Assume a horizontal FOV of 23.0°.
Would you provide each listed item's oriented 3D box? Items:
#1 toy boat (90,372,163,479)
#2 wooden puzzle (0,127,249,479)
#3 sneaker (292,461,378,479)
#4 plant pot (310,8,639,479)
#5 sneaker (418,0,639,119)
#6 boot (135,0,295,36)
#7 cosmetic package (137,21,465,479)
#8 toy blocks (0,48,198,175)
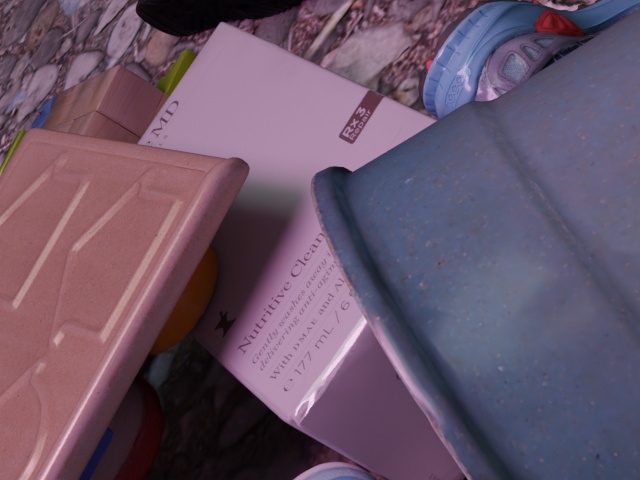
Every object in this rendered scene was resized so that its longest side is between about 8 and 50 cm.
[{"bbox_3d":[-0.182,0.207,1.166,0.151,0.151,0.231,19,75,51],"label":"toy boat"},{"bbox_3d":[-0.197,0.080,1.097,0.348,0.080,0.322,9,67,56],"label":"wooden puzzle"},{"bbox_3d":[0.007,0.246,0.858,0.208,0.127,0.319,129,162,-57],"label":"sneaker"},{"bbox_3d":[0.229,0.004,0.727,0.334,0.341,0.341,-38,36,9],"label":"plant pot"},{"bbox_3d":[0.185,-0.082,0.951,0.125,0.262,0.104,49,137,32],"label":"sneaker"},{"bbox_3d":[-0.078,-0.322,1.558,0.246,0.094,0.207,-8,58,54],"label":"boot"},{"bbox_3d":[0.000,0.000,1.128,0.217,0.156,0.385,-57,35,-2],"label":"cosmetic package"},{"bbox_3d":[-0.255,0.006,1.439,0.261,0.191,0.381,-9,53,60],"label":"toy blocks"}]
